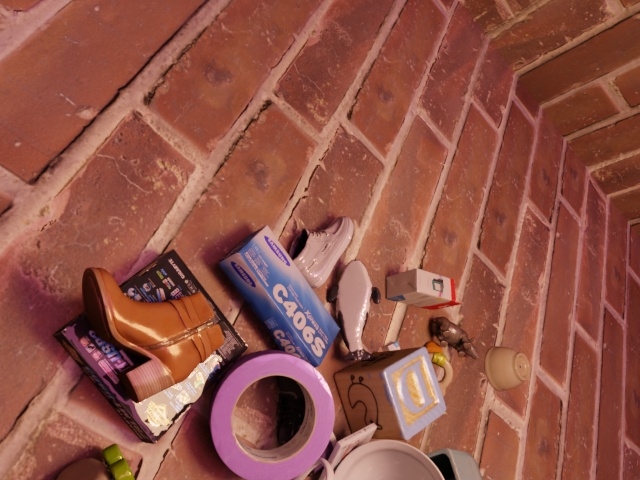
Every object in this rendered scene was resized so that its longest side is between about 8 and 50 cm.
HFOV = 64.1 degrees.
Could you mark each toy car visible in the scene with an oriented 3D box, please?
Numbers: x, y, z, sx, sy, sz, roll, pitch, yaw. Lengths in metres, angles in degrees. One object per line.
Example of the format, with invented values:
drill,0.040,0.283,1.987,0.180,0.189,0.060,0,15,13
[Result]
toy car,-0.401,0.499,0.917,0.155,0.149,0.188,-23,103,-30

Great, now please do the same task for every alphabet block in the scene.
alphabet block,0.189,0.413,1.392,0.193,0.197,0.192,-13,83,-42

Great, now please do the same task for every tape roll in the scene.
tape roll,-0.111,0.389,1.150,0.274,0.090,0.275,2,83,-15

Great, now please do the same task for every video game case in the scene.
video game case,0.067,0.542,1.286,0.143,0.157,0.019,-5,34,-47

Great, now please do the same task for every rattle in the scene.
rattle,0.348,0.441,1.629,0.130,0.143,0.200,-8,97,-9

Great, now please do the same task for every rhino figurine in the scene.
rhino figurine,0.463,0.333,1.721,0.243,0.073,0.106,34,21,-28

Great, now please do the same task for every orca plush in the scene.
orca plush,0.113,0.205,1.462,0.102,0.151,0.287,52,21,-63

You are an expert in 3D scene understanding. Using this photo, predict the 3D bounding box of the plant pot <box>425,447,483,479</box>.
plant pot,0.337,0.710,1.366,0.252,0.248,0.247,23,43,-46

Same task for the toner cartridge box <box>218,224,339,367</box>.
toner cartridge box,-0.095,0.147,1.296,0.348,0.075,0.165,55,30,-11

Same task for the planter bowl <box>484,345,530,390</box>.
planter bowl,0.689,0.461,1.854,0.162,0.109,0.162,15,66,-36

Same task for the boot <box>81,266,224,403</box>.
boot,-0.321,0.149,1.014,0.220,0.109,0.283,-30,99,-41

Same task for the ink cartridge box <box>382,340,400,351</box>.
ink cartridge box,0.224,0.355,1.553,0.048,0.028,0.083,-17,87,-42

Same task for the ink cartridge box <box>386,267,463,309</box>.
ink cartridge box,0.338,0.161,1.643,0.231,0.134,0.078,17,65,-36

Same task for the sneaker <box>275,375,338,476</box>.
sneaker,-0.058,0.436,1.243,0.124,0.107,0.283,-28,94,-37

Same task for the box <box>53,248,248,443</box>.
box,-0.345,0.217,1.094,0.293,0.073,0.295,-44,105,-39

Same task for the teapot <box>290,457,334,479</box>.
teapot,-0.061,0.648,1.110,0.252,0.187,0.256,-13,83,-42

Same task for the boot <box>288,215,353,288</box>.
boot,0.000,0.000,1.438,0.123,0.095,0.258,47,52,-27

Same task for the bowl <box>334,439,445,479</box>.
bowl,0.171,0.644,1.238,0.134,0.297,0.298,57,34,-64
